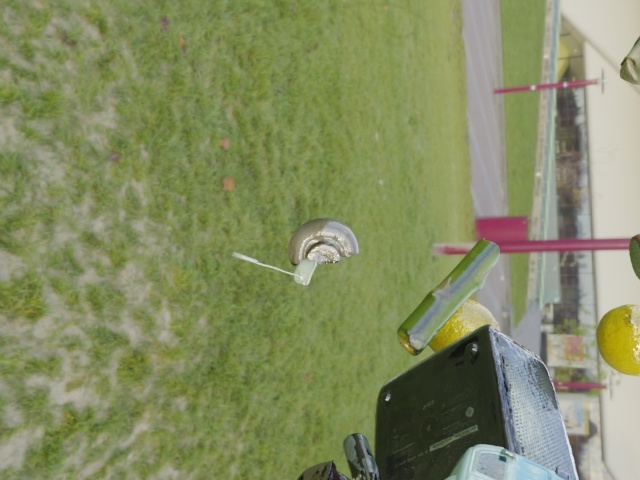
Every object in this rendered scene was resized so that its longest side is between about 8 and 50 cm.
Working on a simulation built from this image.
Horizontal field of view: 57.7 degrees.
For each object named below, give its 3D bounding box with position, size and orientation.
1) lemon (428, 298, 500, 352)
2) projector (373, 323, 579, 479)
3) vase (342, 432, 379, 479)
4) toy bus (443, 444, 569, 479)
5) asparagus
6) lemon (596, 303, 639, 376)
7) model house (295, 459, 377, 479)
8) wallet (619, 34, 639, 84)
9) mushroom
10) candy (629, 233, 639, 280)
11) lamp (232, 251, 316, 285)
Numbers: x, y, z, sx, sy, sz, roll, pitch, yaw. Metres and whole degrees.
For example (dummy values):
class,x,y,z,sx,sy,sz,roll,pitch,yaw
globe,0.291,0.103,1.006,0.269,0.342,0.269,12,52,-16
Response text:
class,x,y,z,sx,sy,sz,roll,pitch,yaw
lemon,0.422,0.272,1.736,0.204,0.260,0.204,-43,151,-32
projector,0.314,0.454,1.268,0.242,0.395,0.405,33,38,-22
vase,0.096,0.496,1.215,0.211,0.060,0.059,-116,-167,-65
toy bus,0.203,0.361,0.681,0.271,0.165,0.133,-34,147,-64
asparagus,0.241,0.101,1.079,0.278,0.060,0.067,-40,93,-24
lemon,0.794,0.251,1.471,0.203,0.178,0.178,54,40,-46
model house,0.032,0.458,0.946,0.164,0.141,0.203,45,16,3
wallet,0.707,-0.374,1.042,0.335,0.275,0.068,-52,124,-12
mushroom,0.000,0.000,1.529,0.141,0.188,0.117,-59,135,-82
candy,0.663,0.034,1.178,0.103,0.043,0.103,-9,90,-78
lamp,-0.090,0.041,1.155,0.198,0.050,0.056,23,84,-45
